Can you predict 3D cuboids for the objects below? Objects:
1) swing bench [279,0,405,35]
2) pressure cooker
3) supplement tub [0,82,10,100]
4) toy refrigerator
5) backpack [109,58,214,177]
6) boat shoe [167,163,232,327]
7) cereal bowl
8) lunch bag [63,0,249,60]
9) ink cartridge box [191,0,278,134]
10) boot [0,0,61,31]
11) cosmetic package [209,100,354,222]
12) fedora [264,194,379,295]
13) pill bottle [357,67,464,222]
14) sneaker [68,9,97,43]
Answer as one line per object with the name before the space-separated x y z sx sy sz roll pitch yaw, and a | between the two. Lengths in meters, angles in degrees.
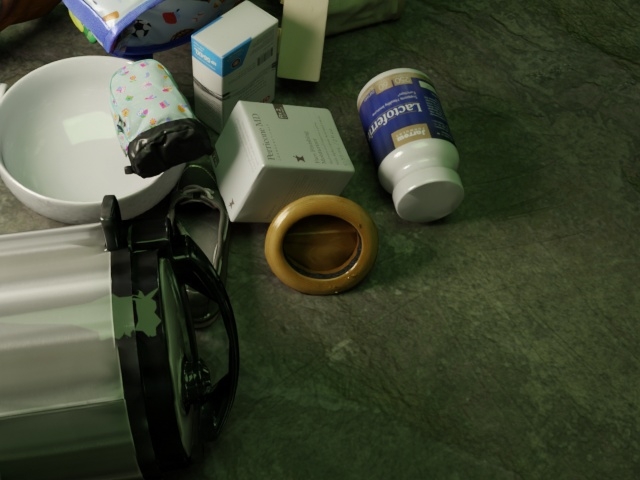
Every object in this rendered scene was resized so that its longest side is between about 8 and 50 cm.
swing bench | 0.017 -0.568 2.020 0.253 0.165 0.255 -20 60 -21
pressure cooker | -0.321 0.163 1.319 0.420 0.370 0.376 -8 68 -4
supplement tub | -0.626 -0.258 1.768 0.107 0.071 0.071 7 54 -4
toy refrigerator | -0.033 -0.453 1.857 0.094 0.270 0.102 5 26 -4
backpack | -0.272 -0.205 1.580 0.151 0.115 0.182 -19 57 -17
boat shoe | -0.204 -0.015 1.638 0.112 0.095 0.335 0 55 -8
cereal bowl | -0.395 -0.156 1.685 0.338 0.141 0.339 4 54 -6
lunch bag | -0.337 -0.519 1.774 0.328 0.239 0.385 48 50 9
ink cartridge box | -0.159 -0.317 1.794 0.086 0.203 0.148 37 58 20
boot | -0.621 -0.421 1.841 0.096 0.264 0.280 45 35 -3
cosmetic package | -0.070 -0.132 1.675 0.183 0.151 0.151 1 52 -33
fedora | 0.000 0.000 1.644 0.194 0.194 0.079 -1 19 -8
pill bottle | 0.167 -0.173 1.767 0.153 0.153 0.265 -6 56 -12
sneaker | -0.357 -0.462 1.948 0.295 0.109 0.124 -22 89 -27
